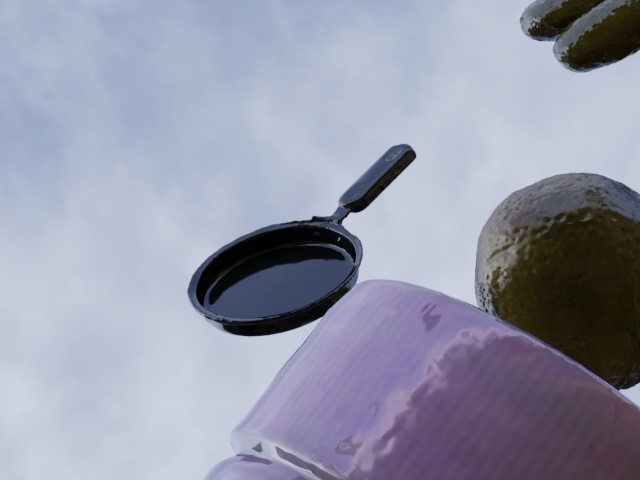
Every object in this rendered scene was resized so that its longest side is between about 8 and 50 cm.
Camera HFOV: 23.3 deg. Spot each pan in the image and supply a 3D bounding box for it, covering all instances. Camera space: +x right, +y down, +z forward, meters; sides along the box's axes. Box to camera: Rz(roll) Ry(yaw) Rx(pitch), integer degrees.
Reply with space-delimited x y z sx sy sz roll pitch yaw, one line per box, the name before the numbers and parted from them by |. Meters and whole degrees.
pan | 0.000 0.000 1.187 0.235 0.136 0.028 -42 -52 -31

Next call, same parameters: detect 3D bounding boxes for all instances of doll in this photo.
doll | 0.235 -0.154 0.993 0.209 0.137 0.097 -22 -67 -4

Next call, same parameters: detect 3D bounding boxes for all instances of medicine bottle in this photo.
medicine bottle | -0.001 0.193 0.529 0.202 0.202 0.316 45 -107 -28

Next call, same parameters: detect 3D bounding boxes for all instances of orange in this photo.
orange | 0.107 0.020 0.635 0.085 0.085 0.095 -27 -78 -11
